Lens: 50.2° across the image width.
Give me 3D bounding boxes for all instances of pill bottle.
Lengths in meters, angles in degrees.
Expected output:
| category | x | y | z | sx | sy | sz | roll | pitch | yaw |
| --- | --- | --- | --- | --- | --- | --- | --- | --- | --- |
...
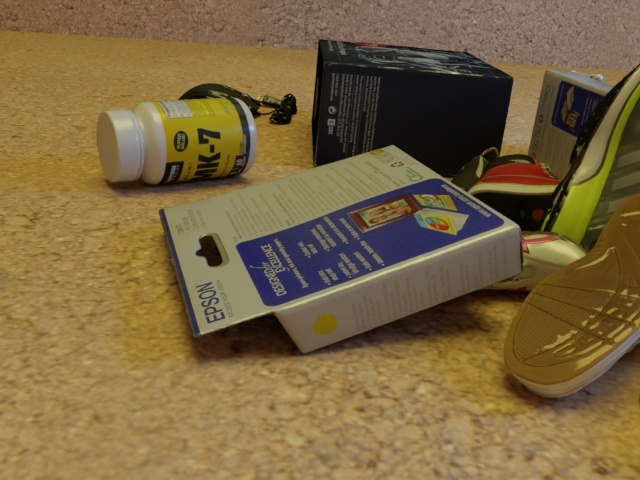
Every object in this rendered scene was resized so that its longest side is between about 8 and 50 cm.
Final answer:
| category | x | y | z | sx | sy | sz | roll | pitch | yaw |
| --- | --- | --- | --- | --- | --- | --- | --- | --- | --- |
| pill bottle | -0.209 | -0.145 | 0.998 | 0.208 | 0.119 | 0.119 | -11 | 27 | -32 |

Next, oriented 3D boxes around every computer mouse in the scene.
| category | x | y | z | sx | sy | sz | roll | pitch | yaw |
| --- | --- | --- | --- | --- | --- | --- | --- | --- | --- |
| computer mouse | -0.175 | -0.314 | 1.500 | 0.261 | 0.060 | 0.184 | 9 | 23 | 10 |

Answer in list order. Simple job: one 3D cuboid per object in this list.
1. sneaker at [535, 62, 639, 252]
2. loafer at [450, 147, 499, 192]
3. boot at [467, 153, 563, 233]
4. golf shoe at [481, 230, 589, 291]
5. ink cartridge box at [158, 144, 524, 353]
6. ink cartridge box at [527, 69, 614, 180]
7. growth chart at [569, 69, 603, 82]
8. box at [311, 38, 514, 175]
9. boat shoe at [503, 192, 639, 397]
| category | x | y | z | sx | sy | sz | roll | pitch | yaw |
| --- | --- | --- | --- | --- | --- | --- | --- | --- | --- |
| sneaker | 0.351 | -0.078 | 0.784 | 0.121 | 0.300 | 0.111 | 26 | 1 | 6 |
| loafer | 0.238 | -0.102 | 1.061 | 0.062 | 0.061 | 0.170 | 16 | 25 | 22 |
| boot | 0.334 | -0.064 | 0.932 | 0.244 | 0.089 | 0.176 | 11 | 30 | 23 |
| golf shoe | 0.193 | 0.030 | 0.732 | 0.186 | 0.068 | 0.086 | 6 | 31 | 28 |
| ink cartridge box | 0.000 | 0.000 | 0.726 | 0.307 | 0.072 | 0.304 | -19 | 28 | -10 |
| ink cartridge box | 0.430 | -0.147 | 1.059 | 0.069 | 0.176 | 0.371 | 3 | 22 | -6 |
| growth chart | 0.552 | -0.242 | 1.223 | 0.237 | 0.021 | 0.172 | 26 | 16 | -14 |
| box | 0.146 | -0.254 | 1.263 | 0.312 | 0.179 | 0.343 | 5 | 22 | -4 |
| boat shoe | 0.269 | 0.062 | 0.627 | 0.277 | 0.096 | 0.098 | -36 | 40 | -28 |
